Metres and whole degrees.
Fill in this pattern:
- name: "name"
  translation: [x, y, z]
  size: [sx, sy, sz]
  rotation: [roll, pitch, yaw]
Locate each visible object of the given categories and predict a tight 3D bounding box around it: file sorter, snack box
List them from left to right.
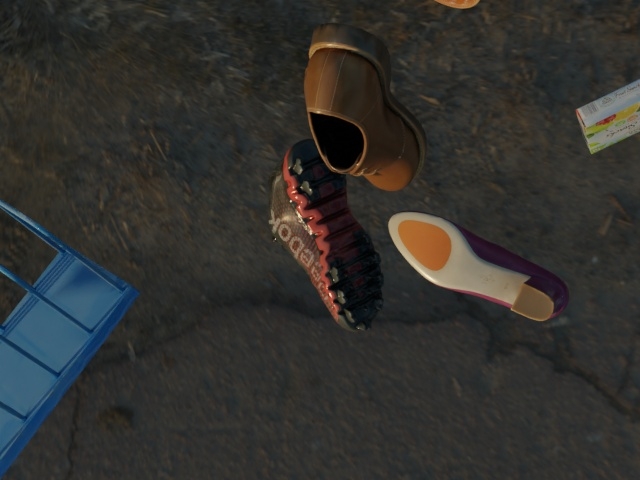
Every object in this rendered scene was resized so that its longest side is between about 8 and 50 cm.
- name: "file sorter"
  translation: [-0.246, 0.064, 0.804]
  size: [0.170, 0.118, 0.104]
  rotation: [-54, 130, -11]
- name: "snack box"
  translation: [0.445, -0.187, 1.552]
  size: [0.141, 0.100, 0.037]
  rotation: [-25, 67, 11]

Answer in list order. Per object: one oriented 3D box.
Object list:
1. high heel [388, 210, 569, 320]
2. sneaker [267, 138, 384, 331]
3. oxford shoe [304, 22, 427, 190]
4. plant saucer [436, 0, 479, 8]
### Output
- name: "high heel"
  translation: [0.206, 0.026, 1.387]
  size: [0.244, 0.117, 0.082]
  rotation: [24, 104, 18]
- name: "sneaker"
  translation: [0.000, 0.000, 1.511]
  size: [0.098, 0.135, 0.276]
  rotation: [-22, 92, -36]
- name: "oxford shoe"
  translation: [0.027, -0.076, 0.804]
  size: [0.076, 0.212, 0.076]
  rotation: [9, 73, 21]
- name: "plant saucer"
  translation: [0.175, -0.440, 1.653]
  size: [0.200, 0.200, 0.037]
  rotation: [43, 78, -19]
